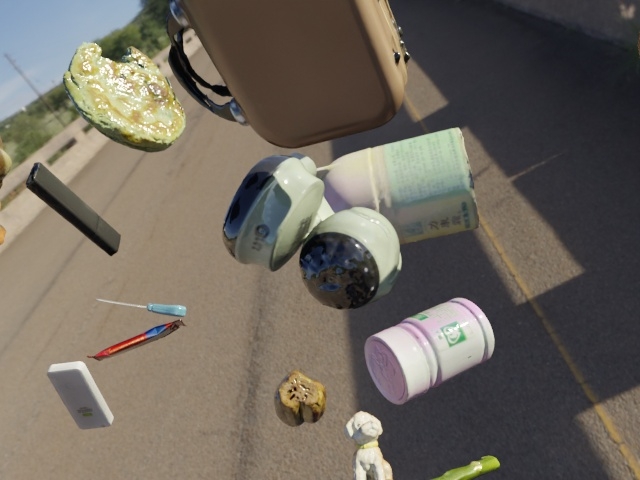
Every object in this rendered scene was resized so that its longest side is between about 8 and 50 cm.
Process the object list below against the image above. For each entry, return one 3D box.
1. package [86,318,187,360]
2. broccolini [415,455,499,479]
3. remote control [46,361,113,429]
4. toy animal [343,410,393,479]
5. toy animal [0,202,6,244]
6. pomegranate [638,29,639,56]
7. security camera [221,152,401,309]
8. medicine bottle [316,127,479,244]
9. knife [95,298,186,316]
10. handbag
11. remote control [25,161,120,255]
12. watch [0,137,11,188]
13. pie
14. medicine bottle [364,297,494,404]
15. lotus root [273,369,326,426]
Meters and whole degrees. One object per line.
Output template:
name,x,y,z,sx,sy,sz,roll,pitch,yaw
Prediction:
package,-0.386,0.213,1.159,0.200,0.022,0.083,-21,-11,-10
broccolini,0.215,0.506,1.086,0.392,0.079,0.074,1,-12,-37
remote control,-0.675,0.442,1.538,0.103,0.250,0.034,-8,33,4
toy animal,0.120,0.527,1.360,0.104,0.184,0.185,-20,66,6
toy animal,-0.785,-0.141,1.124,0.191,0.338,0.216,-11,51,-21
pomegranate,0.498,-0.251,0.644,0.233,0.233,0.233,-27,25,14
security camera,0.000,0.000,0.884,0.191,0.277,0.197,-44,-19,-59
medicine bottle,0.141,-0.100,1.260,0.406,0.236,0.236,-13,29,13
knife,-0.486,0.176,1.469,0.058,0.244,0.032,177,102,-82
handbag,-0.059,-0.258,0.662,0.283,0.302,0.149,-18,36,19
remote control,-0.475,-0.057,1.065,0.025,0.245,0.063,-16,52,13
watch,-0.673,-0.114,0.735,0.335,0.314,0.327,-21,1,30
pie,-0.451,-0.338,1.284,0.067,0.302,0.302,-36,19,36
medicine bottle,0.314,0.313,1.576,0.325,0.212,0.212,-19,18,-24
lotus root,-0.073,0.578,1.942,0.193,0.291,0.193,-2,61,4
